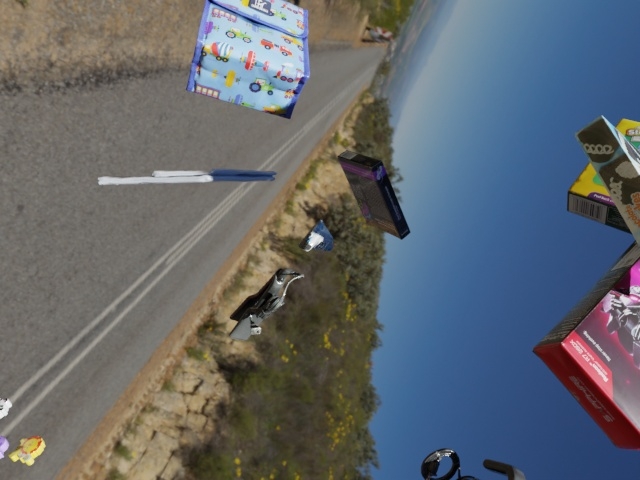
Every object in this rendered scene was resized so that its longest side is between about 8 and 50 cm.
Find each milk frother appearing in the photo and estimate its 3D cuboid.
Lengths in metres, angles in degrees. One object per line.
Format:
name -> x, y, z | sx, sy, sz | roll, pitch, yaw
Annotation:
milk frother -> 0.253, 0.423, 0.858 | 0.135, 0.143, 0.129 | 146, -45, -70

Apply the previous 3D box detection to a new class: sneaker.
sneaker -> 0.000, 0.000, 1.442 | 0.071, 0.083, 0.190 | -43, -177, 21

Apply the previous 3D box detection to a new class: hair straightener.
hair straightener -> -0.098, 0.127, 0.926 | 0.230, 0.047, 0.089 | -41, -140, 38

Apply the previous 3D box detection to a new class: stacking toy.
stacking toy -> -0.583, 0.394, 0.877 | 0.221, 0.052, 0.166 | -62, 157, -46

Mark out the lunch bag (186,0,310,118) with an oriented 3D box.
lunch bag -> -0.141, -0.430, 1.095 | 0.138, 0.221, 0.293 | 127, -30, -54

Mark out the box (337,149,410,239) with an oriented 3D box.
box -> 0.099, -0.085, 0.961 | 0.029, 0.162, 0.116 | -35, -148, -15

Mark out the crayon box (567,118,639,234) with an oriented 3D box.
crayon box -> 0.926, -0.154, 1.412 | 0.313, 0.363, 0.106 | -48, 141, -16

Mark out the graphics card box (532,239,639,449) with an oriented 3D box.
graphics card box -> 0.605, 0.170, 0.966 | 0.371, 0.232, 0.094 | -37, 172, -20

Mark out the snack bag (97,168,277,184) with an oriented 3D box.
snack bag -> -0.334, -0.166, 1.351 | 0.323, 0.343, 0.037 | -16, 106, -65

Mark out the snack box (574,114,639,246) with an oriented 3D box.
snack box -> 0.564, -0.053, 0.885 | 0.060, 0.187, 0.321 | -39, -137, 36
